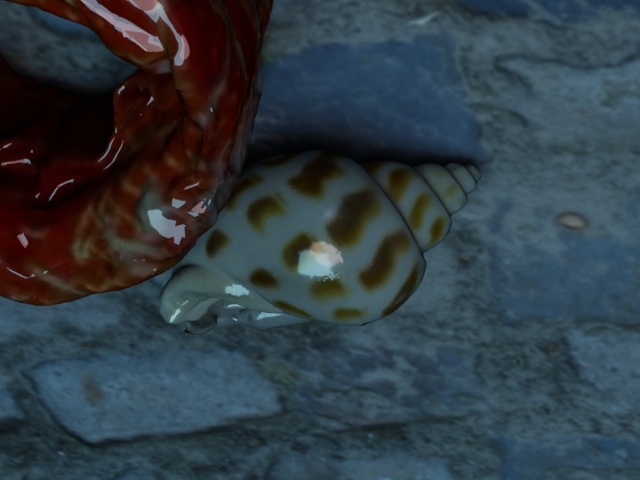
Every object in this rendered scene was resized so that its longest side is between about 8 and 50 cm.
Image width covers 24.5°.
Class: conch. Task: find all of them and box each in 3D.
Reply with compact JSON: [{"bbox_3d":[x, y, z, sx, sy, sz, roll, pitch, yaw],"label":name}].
[{"bbox_3d":[0.000,0.000,1.242,0.275,0.183,0.149,-2,84,1],"label":"conch"}]

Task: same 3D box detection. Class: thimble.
[{"bbox_3d":[-0.213,-0.140,1.120,0.350,0.230,0.350,5,127,6],"label":"thimble"}]
